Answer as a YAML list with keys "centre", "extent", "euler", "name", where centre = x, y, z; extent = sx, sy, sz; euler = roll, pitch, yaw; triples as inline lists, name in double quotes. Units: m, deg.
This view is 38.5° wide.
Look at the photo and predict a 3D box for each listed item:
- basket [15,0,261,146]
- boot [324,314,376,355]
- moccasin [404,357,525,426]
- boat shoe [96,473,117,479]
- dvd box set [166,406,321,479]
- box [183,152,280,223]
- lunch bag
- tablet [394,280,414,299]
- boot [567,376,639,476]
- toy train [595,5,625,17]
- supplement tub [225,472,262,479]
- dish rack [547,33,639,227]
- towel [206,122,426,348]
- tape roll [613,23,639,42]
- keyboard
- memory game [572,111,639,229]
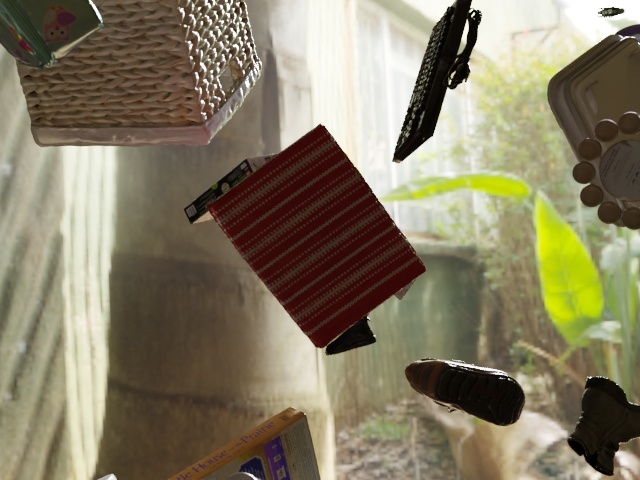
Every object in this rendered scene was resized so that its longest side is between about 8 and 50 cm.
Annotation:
- centre: [-0.313, -0.340, 1.567]
  extent: [0.331, 0.266, 0.328]
  euler: [0, 31, 16]
  name: "basket"
- centre: [0.050, 0.168, 1.817]
  extent: [0.121, 0.099, 0.045]
  euler: [-20, -1, 26]
  name: "boot"
- centre: [0.358, 0.368, 2.236]
  extent: [0.380, 0.139, 0.147]
  euler: [15, 0, -37]
  name: "moccasin"
- centre: [-0.327, 0.389, 1.255]
  extent: [0.066, 0.063, 0.184]
  euler: [-27, 8, 18]
  name: "boat shoe"
- centre: [-0.175, 0.556, 1.794]
  extent: [0.420, 0.308, 0.062]
  euler: [-27, 26, -32]
  name: "dvd box set"
- centre: [-0.158, -0.100, 1.751]
  extent: [0.207, 0.036, 0.114]
  euler: [-34, -11, 40]
  name: "box"
- centre: [-0.386, -0.324, 1.108]
  extent: [0.108, 0.224, 0.279]
  euler: [-42, 28, -12]
  name: "lunch bag"
- centre: [0.168, 0.081, 1.917]
  extent: [0.083, 0.054, 0.006]
  euler: [-49, 3, -37]
  name: "tablet"
- centre: [0.574, 0.387, 1.780]
  extent: [0.246, 0.161, 0.083]
  euler: [35, -25, -23]
  name: "boot"
- centre: [0.432, -0.340, 1.365]
  extent: [0.023, 0.017, 0.083]
  euler: [-1, 13, 0]
  name: "toy train"
- centre: [-0.124, 0.437, 1.564]
  extent: [0.071, 0.071, 0.107]
  euler: [-4, -21, 11]
  name: "supplement tub"
- centre: [0.604, -0.223, 1.783]
  extent: [0.285, 0.333, 0.072]
  euler: [-36, 13, -31]
  name: "dish rack"
- centre: [0.000, 0.000, 1.264]
  extent: [0.199, 0.275, 0.031]
  euler: [-36, 21, 1]
  name: "towel"
- centre: [0.779, -0.427, 2.215]
  extent: [0.189, 0.189, 0.080]
  euler: [-4, -29, 14]
  name: "tape roll"
- centre: [0.194, -0.282, 1.482]
  extent: [0.033, 0.317, 0.201]
  euler: [28, -32, -15]
  name: "keyboard"
- centre: [0.485, -0.108, 1.428]
  extent: [0.186, 0.186, 0.012]
  euler: [-5, 8, 32]
  name: "memory game"
